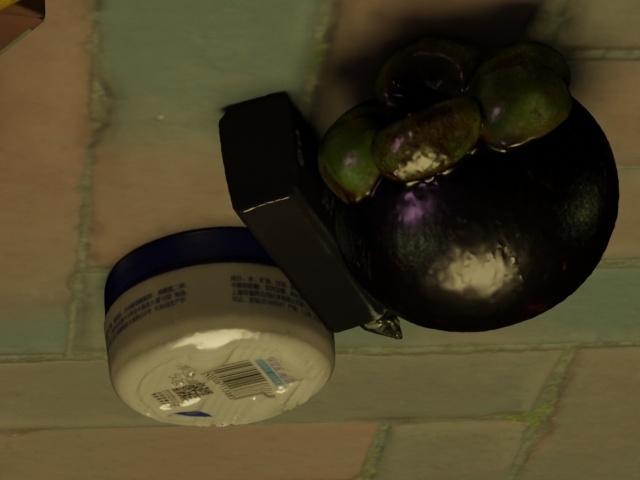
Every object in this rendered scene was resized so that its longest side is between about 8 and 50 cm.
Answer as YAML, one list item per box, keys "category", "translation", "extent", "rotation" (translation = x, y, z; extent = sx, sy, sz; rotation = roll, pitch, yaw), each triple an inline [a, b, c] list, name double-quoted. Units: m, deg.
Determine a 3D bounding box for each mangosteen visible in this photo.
- category: "mangosteen"
  translation: [0.113, -0.043, 1.513]
  extent: [0.243, 0.243, 0.243]
  rotation: [-5, 151, -3]

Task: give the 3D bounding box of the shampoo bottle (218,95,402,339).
- category: "shampoo bottle"
  translation: [0.000, -0.001, 1.658]
  extent: [0.071, 0.098, 0.309]
  rotation: [-18, 149, 10]

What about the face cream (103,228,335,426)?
- category: "face cream"
  translation: [-0.089, 0.084, 1.780]
  extent: [0.206, 0.111, 0.206]
  rotation: [-4, 152, -2]

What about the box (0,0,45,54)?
- category: "box"
  translation: [-0.317, -0.165, 1.315]
  extent: [0.215, 0.086, 0.215]
  rotation: [21, 141, -40]

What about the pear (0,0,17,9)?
- category: "pear"
  translation: [-0.211, -0.217, 1.157]
  extent: [0.178, 0.178, 0.178]
  rotation: [-5, 151, -3]
